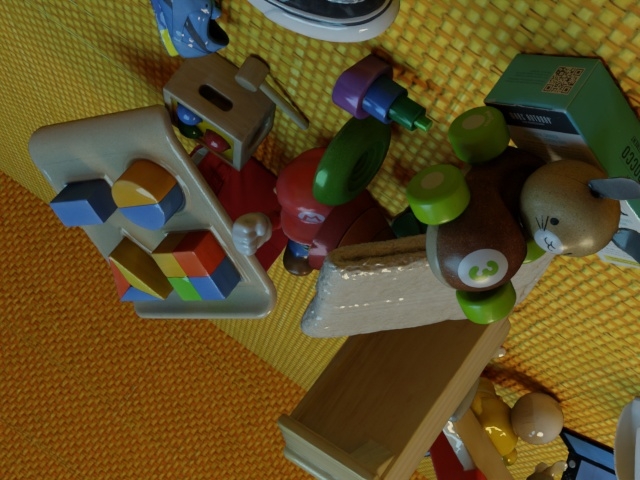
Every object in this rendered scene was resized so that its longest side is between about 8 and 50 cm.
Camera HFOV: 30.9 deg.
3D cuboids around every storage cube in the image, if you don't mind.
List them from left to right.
[{"bbox_3d":[-0.160,-0.033,1.868,0.193,0.184,0.215,39,165,-15],"label":"storage cube"}]

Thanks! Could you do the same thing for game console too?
[{"bbox_3d":[0.465,0.402,2.005,0.085,0.124,0.144,13,-176,-42],"label":"game console"}]

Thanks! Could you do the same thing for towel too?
[{"bbox_3d":[0.125,0.044,1.337,0.187,0.282,0.049,109,151,-59],"label":"towel"}]

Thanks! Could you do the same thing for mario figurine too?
[{"bbox_3d":[0.000,0.000,1.606,0.170,0.198,0.320,48,173,14],"label":"mario figurine"}]

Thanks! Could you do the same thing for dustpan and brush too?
[{"bbox_3d":[0.438,0.324,1.562,0.060,0.211,0.147,5,179,-24],"label":"dustpan and brush"}]

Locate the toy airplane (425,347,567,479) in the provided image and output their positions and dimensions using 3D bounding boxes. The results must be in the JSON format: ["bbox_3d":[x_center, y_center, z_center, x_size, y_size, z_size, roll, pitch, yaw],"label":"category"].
[{"bbox_3d":[0.272,0.342,1.883,0.385,0.272,0.386,65,-171,17],"label":"toy airplane"}]

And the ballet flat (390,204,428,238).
[{"bbox_3d":[0.146,-0.028,1.408,0.086,0.086,0.248,37,166,-5],"label":"ballet flat"}]

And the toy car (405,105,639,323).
[{"bbox_3d":[0.196,-0.015,0.984,0.188,0.149,0.155,8,140,41],"label":"toy car"}]

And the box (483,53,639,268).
[{"bbox_3d":[0.257,-0.065,1.059,0.100,0.060,0.244,17,156,52],"label":"box"}]

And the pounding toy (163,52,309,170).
[{"bbox_3d":[-0.113,-0.167,1.521,0.181,0.094,0.206,35,166,4],"label":"pounding toy"}]

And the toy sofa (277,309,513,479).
[{"bbox_3d":[0.109,0.173,1.544,0.150,0.363,0.177,30,159,21],"label":"toy sofa"}]

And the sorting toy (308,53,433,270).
[{"bbox_3d":[0.074,-0.054,1.331,0.126,0.127,0.366,35,151,19],"label":"sorting toy"}]

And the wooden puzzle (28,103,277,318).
[{"bbox_3d":[-0.261,-0.017,1.692,0.322,0.080,0.348,-3,124,42],"label":"wooden puzzle"}]

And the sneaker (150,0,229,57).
[{"bbox_3d":[-0.159,-0.294,1.321,0.082,0.069,0.209,-3,143,13],"label":"sneaker"}]

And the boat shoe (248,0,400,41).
[{"bbox_3d":[-0.056,-0.289,1.010,0.301,0.108,0.102,41,168,10],"label":"boat shoe"}]
